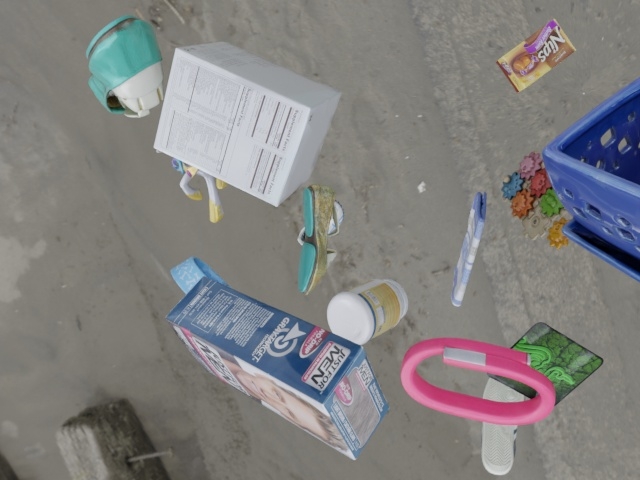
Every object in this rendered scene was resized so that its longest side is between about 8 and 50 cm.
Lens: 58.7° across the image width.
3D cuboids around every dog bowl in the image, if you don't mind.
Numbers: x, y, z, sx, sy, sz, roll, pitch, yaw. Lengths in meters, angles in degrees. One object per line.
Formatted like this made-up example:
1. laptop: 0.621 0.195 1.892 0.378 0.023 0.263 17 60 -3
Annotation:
1. dog bowl: -0.305 0.163 1.670 0.074 0.166 0.297 -45 100 2

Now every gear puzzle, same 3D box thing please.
1. gear puzzle: 0.604 -0.101 1.596 0.044 0.339 0.175 16 129 -25

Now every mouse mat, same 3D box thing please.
1. mouse mat: 0.434 0.245 1.099 0.190 0.007 0.152 30 113 -18

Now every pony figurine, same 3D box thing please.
1. pony figurine: -0.324 -0.288 1.753 0.303 0.351 0.363 24 153 30

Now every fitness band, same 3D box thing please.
1. fitness band: 0.302 0.277 1.110 0.291 0.054 0.209 12 138 10

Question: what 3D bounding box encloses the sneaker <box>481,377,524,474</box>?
1. sneaker: 0.598 0.599 1.900 0.131 0.148 0.350 10 68 20

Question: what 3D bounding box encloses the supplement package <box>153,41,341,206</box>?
1. supplement package: -0.134 -0.229 1.082 0.263 0.199 0.198 26 117 7

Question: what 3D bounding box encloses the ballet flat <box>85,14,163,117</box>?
1. ballet flat: -0.221 -0.191 0.668 0.087 0.083 0.247 58 163 -17

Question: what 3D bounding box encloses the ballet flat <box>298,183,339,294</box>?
1. ballet flat: 0.000 0.000 1.776 0.123 0.123 0.348 7 99 23

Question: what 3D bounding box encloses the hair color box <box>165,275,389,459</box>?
1. hair color box: -0.075 0.194 0.914 0.347 0.105 0.174 17 146 37

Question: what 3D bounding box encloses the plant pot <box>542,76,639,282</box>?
1. plant pot: 0.485 -0.070 0.795 0.236 0.236 0.212 45 165 46

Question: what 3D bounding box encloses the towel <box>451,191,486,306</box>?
1. towel: 0.417 0.023 1.606 0.034 0.209 0.285 13 120 10

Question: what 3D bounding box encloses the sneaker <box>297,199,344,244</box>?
1. sneaker: 0.001 -0.051 1.919 0.085 0.086 0.237 49 137 5

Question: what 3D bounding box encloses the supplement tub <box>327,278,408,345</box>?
1. supplement tub: 0.129 0.185 1.517 0.144 0.200 0.144 13 109 39

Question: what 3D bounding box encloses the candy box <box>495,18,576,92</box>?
1. candy box: 0.590 -0.505 1.560 0.187 0.053 0.109 -36 93 -4
